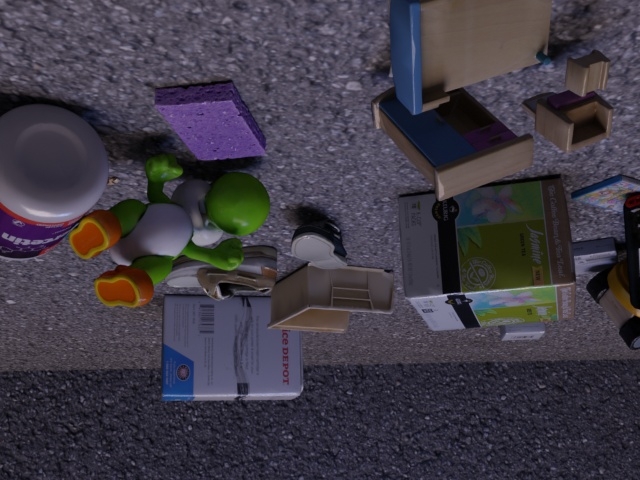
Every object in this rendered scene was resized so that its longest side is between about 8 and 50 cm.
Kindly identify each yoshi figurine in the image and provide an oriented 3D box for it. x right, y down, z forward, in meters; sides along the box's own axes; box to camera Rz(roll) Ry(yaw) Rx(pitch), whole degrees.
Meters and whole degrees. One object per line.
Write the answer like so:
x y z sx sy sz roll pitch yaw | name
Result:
-0.216 -0.034 1.374 0.203 0.204 0.362 29 -146 19 | yoshi figurine

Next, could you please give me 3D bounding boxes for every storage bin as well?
0.027 0.159 2.207 0.260 0.123 0.262 7 160 -25 | storage bin

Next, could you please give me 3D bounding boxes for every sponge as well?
-0.163 -0.178 1.274 0.117 0.031 0.210 -4 163 9 | sponge

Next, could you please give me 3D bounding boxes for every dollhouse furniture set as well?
0.198 -0.254 1.027 0.286 0.198 0.303 -21 133 -12 | dollhouse furniture set

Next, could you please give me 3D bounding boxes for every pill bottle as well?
-0.465 -0.076 1.312 0.181 0.182 0.323 8 160 -29 | pill bottle

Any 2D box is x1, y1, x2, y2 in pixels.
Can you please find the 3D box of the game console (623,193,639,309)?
0.816 0.008 1.724 0.342 0.060 0.386 -8 139 18 | game console

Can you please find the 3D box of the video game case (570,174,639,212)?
0.604 -0.091 1.664 0.166 0.015 0.119 10 159 -34 | video game case

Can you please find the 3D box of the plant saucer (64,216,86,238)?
-0.478 -0.033 1.718 0.192 0.018 0.067 -8 162 20 | plant saucer

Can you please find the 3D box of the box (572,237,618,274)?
0.663 0.044 2.060 0.145 0.038 0.186 -9 160 21 | box

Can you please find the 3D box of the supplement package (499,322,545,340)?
0.528 0.168 2.197 0.105 0.179 0.105 -4 163 5 | supplement package

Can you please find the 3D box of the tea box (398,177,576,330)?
0.353 0.041 1.714 0.323 0.220 0.329 -8 161 15 | tea box

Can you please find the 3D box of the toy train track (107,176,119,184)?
-0.406 -0.102 1.512 0.083 0.014 0.048 -7 162 16 | toy train track

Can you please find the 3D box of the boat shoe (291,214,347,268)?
0.000 0.000 1.776 0.095 0.079 0.254 -11 163 20 | boat shoe

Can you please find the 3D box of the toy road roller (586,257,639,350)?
0.849 0.112 2.025 0.329 0.202 0.241 -5 140 -28 | toy road roller

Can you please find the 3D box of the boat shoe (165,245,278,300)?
-0.245 0.088 1.981 0.302 0.103 0.113 -10 160 25 | boat shoe

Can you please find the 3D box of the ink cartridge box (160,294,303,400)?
-0.260 0.316 2.398 0.394 0.286 0.166 2 163 -12 | ink cartridge box
